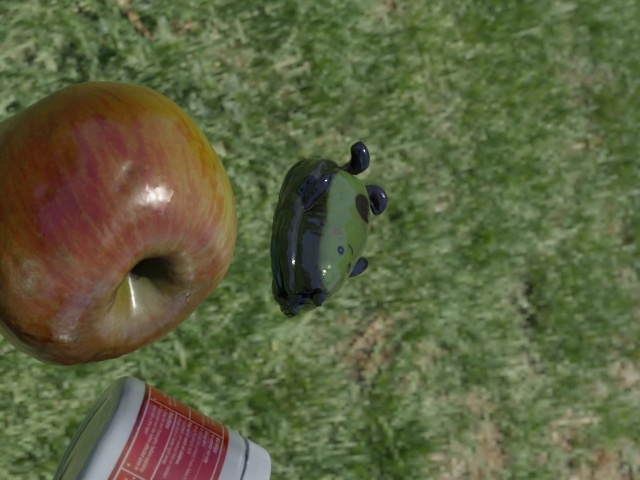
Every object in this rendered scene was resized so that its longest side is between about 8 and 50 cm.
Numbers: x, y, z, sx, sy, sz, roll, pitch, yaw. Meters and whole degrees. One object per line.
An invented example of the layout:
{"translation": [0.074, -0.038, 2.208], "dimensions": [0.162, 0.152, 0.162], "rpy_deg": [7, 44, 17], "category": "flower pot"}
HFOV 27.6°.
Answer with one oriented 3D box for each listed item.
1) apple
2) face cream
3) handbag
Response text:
{"translation": [-0.238, -0.031, 1.349], "dimensions": [0.301, 0.301, 0.302], "rpy_deg": [19, 65, -50], "category": "apple"}
{"translation": [-0.182, 0.272, 1.408], "dimensions": [0.187, 0.201, 0.201], "rpy_deg": [30, 52, -13], "category": "face cream"}
{"translation": [0.000, 0.000, 0.724], "dimensions": [0.111, 0.047, 0.072], "rpy_deg": [-69, 145, -43], "category": "handbag"}
